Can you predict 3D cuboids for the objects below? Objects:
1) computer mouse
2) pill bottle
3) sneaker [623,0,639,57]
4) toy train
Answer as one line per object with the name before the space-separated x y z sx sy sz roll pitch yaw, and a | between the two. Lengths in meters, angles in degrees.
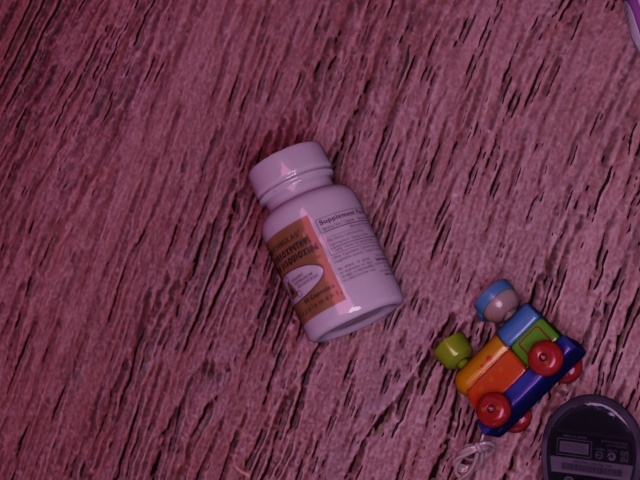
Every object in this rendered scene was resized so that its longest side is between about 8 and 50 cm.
computer mouse | 0.312 0.307 1.775 0.188 0.072 0.272 10 102 16
pill bottle | 0.000 0.000 1.860 0.131 0.131 0.229 -28 78 14
sneaker | 0.419 -0.360 1.776 0.152 0.114 0.305 -13 88 5
toy train | 0.187 0.175 1.809 0.248 0.105 0.143 -46 64 10
